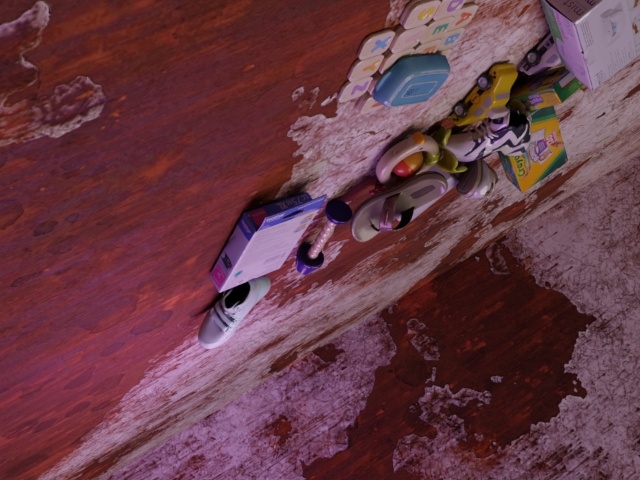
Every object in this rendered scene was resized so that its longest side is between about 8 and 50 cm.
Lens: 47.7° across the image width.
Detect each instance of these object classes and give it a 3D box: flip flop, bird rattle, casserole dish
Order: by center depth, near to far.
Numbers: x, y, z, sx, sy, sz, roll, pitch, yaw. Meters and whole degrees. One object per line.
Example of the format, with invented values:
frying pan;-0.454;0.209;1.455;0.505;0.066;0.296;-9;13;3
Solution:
casserole dish;0.181;-0.301;1.387;0.188;0.037;0.114;-17;155;-44
flip flop;0.188;-0.070;1.753;0.277;0.080;0.112;-28;140;25
bird rattle;0.211;-0.188;1.765;0.254;0.143;0.207;-28;155;22

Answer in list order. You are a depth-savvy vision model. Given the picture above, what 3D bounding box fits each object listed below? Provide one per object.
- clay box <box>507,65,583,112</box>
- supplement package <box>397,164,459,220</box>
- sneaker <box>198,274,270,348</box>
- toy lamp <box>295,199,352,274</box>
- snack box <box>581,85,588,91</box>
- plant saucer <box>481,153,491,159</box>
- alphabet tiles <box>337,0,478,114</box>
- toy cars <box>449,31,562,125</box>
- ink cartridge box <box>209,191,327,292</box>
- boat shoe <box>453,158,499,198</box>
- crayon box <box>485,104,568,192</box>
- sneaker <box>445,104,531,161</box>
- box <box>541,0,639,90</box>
clay box;0.558;-0.378;1.802;0.127;0.053;0.222;-39;-165;-16
supplement package;0.259;-0.143;1.923;0.179;0.105;0.105;-39;163;16
sneaker;-0.247;0.178;1.846;0.256;0.094;0.151;-48;167;10
toy lamp;0.000;0.000;1.872;0.080;0.080;0.274;-22;158;-36
snack box;0.788;-0.490;2.102;0.100;0.037;0.141;-42;162;19
plant saucer;0.495;-0.284;2.123;0.168;0.029;0.168;-32;162;-12
alphabet tiles;0.164;-0.344;1.340;0.278;0.021;0.284;-25;160;-30
toy cars;0.485;-0.388;1.714;0.394;0.087;0.176;-36;164;3
ink cartridge box;-0.122;-0.007;1.640;0.186;0.065;0.311;-22;161;-37
boat shoe;0.432;-0.169;1.970;0.113;0.103;0.302;-61;-175;18
crayon box;0.583;-0.278;2.034;0.165;0.081;0.278;-36;138;3
sneaker;0.424;-0.282;1.828;0.235;0.094;0.153;1;145;1
box;0.611;-0.482;1.520;0.231;0.126;0.262;-38;147;11
